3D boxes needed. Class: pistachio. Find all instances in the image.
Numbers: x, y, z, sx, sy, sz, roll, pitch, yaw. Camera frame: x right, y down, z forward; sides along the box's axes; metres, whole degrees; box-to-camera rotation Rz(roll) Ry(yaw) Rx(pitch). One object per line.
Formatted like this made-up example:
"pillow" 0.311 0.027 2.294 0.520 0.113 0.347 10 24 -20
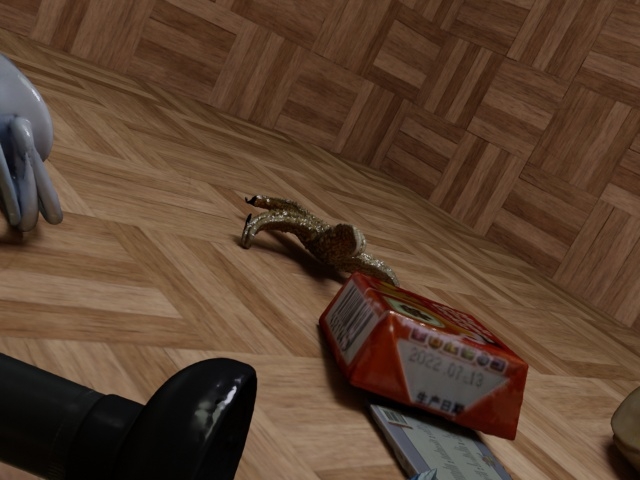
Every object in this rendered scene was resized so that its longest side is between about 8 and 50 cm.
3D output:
"pistachio" 0.537 0.297 1.111 0.181 0.162 0.293 -1 5 21

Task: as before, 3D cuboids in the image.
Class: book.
"book" 0.153 0.258 0.802 0.157 0.026 0.231 17 15 -26

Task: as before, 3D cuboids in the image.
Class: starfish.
"starfish" -0.002 0.003 1.309 0.303 0.113 0.312 23 4 -29

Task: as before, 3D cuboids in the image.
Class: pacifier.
"pacifier" -0.424 -0.110 0.807 0.233 0.244 0.299 -16 29 -25

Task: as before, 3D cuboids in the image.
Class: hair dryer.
"hair dryer" -0.219 0.152 0.401 0.320 0.156 0.284 14 34 0

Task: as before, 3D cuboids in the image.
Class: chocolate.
"chocolate" 0.133 0.142 0.973 0.234 0.108 0.237 22 6 -11

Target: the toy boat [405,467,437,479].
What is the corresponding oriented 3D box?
"toy boat" 0.131 0.246 0.672 0.149 0.034 0.105 -2 25 -10
